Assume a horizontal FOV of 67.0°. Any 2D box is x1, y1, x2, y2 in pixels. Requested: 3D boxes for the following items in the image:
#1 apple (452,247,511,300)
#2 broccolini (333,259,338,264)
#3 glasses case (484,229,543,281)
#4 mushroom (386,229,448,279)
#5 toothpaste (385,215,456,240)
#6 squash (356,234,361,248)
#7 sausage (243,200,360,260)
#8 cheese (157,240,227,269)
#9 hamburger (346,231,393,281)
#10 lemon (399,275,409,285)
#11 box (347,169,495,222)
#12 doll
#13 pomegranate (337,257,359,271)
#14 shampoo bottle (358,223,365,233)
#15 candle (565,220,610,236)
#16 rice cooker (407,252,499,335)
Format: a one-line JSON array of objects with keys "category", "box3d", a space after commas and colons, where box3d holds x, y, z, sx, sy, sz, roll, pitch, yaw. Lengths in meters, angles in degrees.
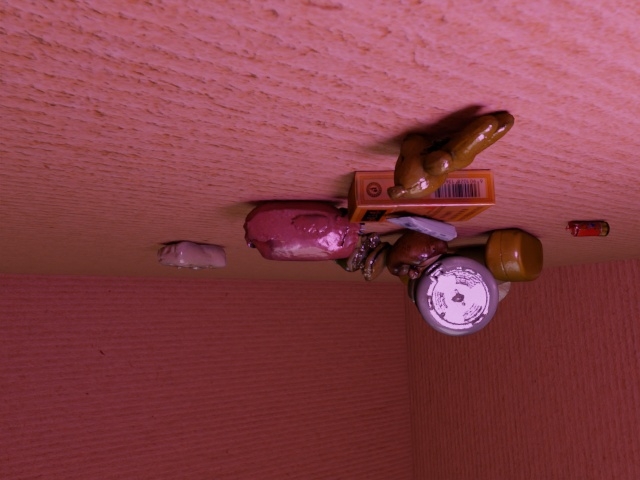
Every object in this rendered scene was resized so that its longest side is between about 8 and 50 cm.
[{"category": "apple", "box3d": [0.670, 0.147, 2.100, 0.258, 0.233, 0.295, -22, 144, 28]}, {"category": "broccolini", "box3d": [0.053, 0.089, 2.184, 0.067, 0.058, 0.216, -5, 170, 39]}, {"category": "glasses case", "box3d": [0.691, 0.062, 1.740, 0.141, 0.173, 0.371, -3, 172, 36]}, {"category": "mushroom", "box3d": [0.313, 0.034, 1.597, 0.194, 0.138, 0.231, -37, 177, -35]}, {"category": "toothpaste", "box3d": [0.232, -0.030, 1.045, 0.218, 0.041, 0.064, 12, 171, -42]}, {"category": "squash", "box3d": [0.000, 0.000, 1.464, 0.252, 0.048, 0.252, 0, -176, 0]}, {"category": "sausage", "box3d": [-0.044, -0.022, 1.172, 0.280, 0.152, 0.152, 0, 171, -1]}, {"category": "cheese", "box3d": [-0.476, 0.063, 1.831, 0.159, 0.092, 0.263, -6, 171, 34]}, {"category": "hamburger", "box3d": [0.165, 0.046, 1.684, 0.131, 0.184, 0.159, 34, -142, 23]}, {"category": "lemon", "box3d": [0.403, 0.103, 1.905, 0.257, 0.188, 0.188, 5, 170, -8]}, {"category": "box", "box3d": [0.200, -0.088, 1.020, 0.274, 0.076, 0.174, -1, 170, -2]}, {"category": "doll", "box3d": [0.185, -0.139, 0.732, 0.209, 0.097, 0.137, -34, -178, 45]}, {"category": "pomegranate", "box3d": [0.110, 0.059, 1.894, 0.142, 0.114, 0.115, 35, 151, -31]}, {"category": "shampoo bottle", "box3d": [0.036, -0.038, 1.387, 0.183, 0.050, 0.087, -1, 174, -3]}, {"category": "candle", "box3d": [0.835, -0.037, 1.523, 0.131, 0.051, 0.052, 0, 171, -3]}, {"category": "rice cooker", "box3d": [0.457, 0.182, 1.692, 0.289, 0.288, 0.277, -2, -178, 4]}]
